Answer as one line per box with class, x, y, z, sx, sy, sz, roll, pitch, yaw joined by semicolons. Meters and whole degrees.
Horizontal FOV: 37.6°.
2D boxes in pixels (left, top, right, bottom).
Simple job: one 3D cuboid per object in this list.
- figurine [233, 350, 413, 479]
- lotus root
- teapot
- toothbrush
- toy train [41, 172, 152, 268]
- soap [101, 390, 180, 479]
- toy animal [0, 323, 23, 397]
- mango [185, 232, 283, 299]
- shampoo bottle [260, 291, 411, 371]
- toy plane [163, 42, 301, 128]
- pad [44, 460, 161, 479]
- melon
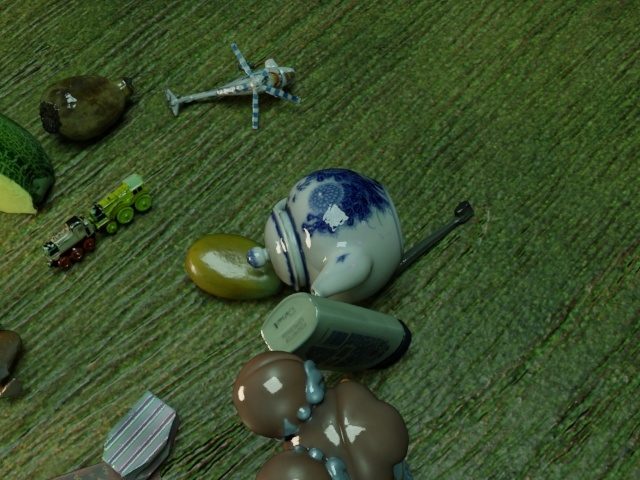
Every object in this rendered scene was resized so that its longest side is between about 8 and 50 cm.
figurine;0.019;0.334;1.447;0.248;0.388;0.277;-16;61;-4
lotus root;-0.498;-0.291;2.024;0.214;0.138;0.138;-23;59;-23
teapot;0.000;0.000;1.729;0.280;0.252;0.424;-15;27;-6
toothbrush;0.188;0.018;1.835;0.297;0.030;0.030;-39;38;-16
toy train;-0.450;-0.035;1.887;0.249;0.085;0.053;-39;47;-17
soap;-0.313;0.351;1.651;0.100;0.056;0.149;29;62;24
toy animal;-0.639;0.233;1.747;0.188;0.089;0.179;-39;47;-18
mango;-0.163;0.053;1.805;0.194;0.092;0.130;23;62;12
shampoo bottle;0.031;0.166;1.579;0.134;0.359;0.078;-46;62;14
toy plane;-0.187;-0.324;2.057;0.273;0.107;0.182;-28;101;17
pad;-0.397;0.475;1.619;0.267;0.004;0.181;-17;59;-6
melon;-0.728;-0.183;1.955;0.343;0.331;0.226;8;97;1
